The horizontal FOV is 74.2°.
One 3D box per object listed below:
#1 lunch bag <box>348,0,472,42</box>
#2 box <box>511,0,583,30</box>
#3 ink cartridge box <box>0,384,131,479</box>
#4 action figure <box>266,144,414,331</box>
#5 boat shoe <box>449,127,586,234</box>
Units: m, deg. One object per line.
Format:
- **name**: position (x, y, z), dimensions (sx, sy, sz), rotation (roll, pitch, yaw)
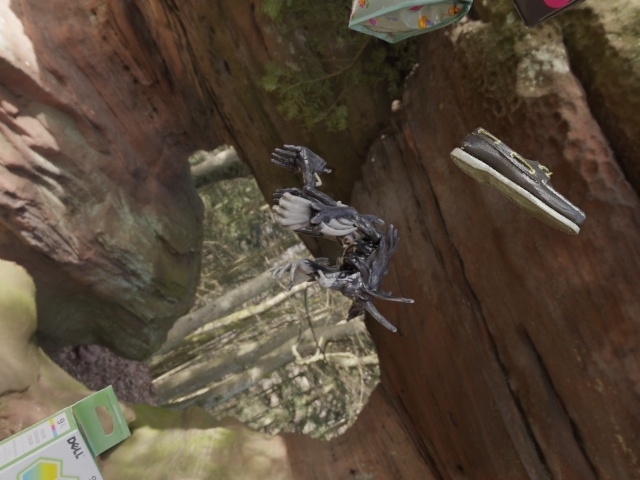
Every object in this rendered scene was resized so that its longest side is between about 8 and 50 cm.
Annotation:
- **lunch bag**: position (0.191, -0.521, 0.794), dimensions (0.262, 0.160, 0.223), rotation (16, -77, 55)
- **box**: position (0.203, -0.302, 0.264), dimensions (0.165, 0.270, 0.143), rotation (47, -24, -21)
- **ink cartridge box**: position (-0.361, 0.301, 0.561), dimensions (0.062, 0.209, 0.108), rotation (21, -54, 46)
- **action figure**: position (0.000, 0.000, 0.540), dimensions (0.275, 0.141, 0.164), rotation (-119, -149, -43)
- **boat shoe**: position (0.309, -0.097, 0.652), dimensions (0.228, 0.068, 0.081), rotation (44, 7, 28)
